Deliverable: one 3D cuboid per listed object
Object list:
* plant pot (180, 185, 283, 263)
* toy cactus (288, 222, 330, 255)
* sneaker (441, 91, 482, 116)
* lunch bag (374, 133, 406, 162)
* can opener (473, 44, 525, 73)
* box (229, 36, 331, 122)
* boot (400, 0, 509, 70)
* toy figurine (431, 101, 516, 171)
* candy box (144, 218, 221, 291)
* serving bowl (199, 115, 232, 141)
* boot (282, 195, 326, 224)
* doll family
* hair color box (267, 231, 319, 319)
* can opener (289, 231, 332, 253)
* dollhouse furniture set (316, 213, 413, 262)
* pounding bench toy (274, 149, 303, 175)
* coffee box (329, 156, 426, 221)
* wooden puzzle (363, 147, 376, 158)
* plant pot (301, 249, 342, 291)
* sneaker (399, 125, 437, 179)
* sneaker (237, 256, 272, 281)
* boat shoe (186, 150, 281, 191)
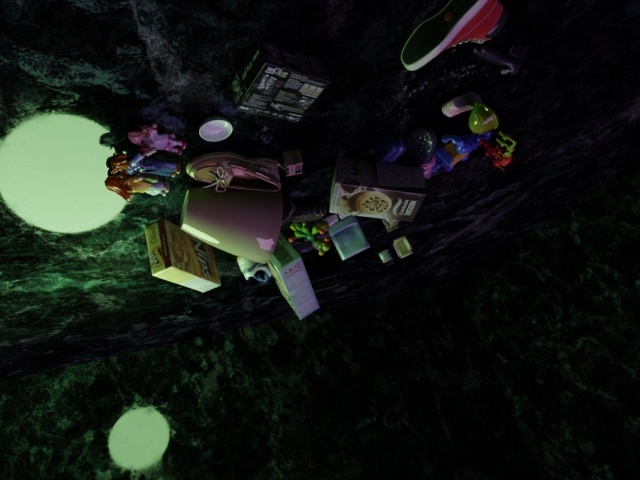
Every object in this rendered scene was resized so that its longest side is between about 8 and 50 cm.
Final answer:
[{"bbox_3d":[-0.290,-0.072,1.395,0.273,0.257,0.256,11,148,-22],"label":"plant pot"},{"bbox_3d":[-0.028,0.003,1.774,0.112,0.219,0.180,-58,143,-12],"label":"toy cactus"},{"bbox_3d":[0.428,-0.415,1.357,0.134,0.051,0.070,-18,179,-29],"label":"sneaker"},{"bbox_3d":[0.231,-0.302,1.440,0.065,0.067,0.098,-3,153,-35],"label":"lunch bag"},{"bbox_3d":[0.480,-0.498,1.199,0.186,0.073,0.059,-1,-168,-30],"label":"can opener"},{"bbox_3d":[-0.095,-0.362,1.020,0.180,0.078,0.147,0,153,-39],"label":"box"},{"bbox_3d":[0.325,-0.482,1.060,0.244,0.088,0.176,-37,154,32],"label":"boot"},{"bbox_3d":[0.459,-0.272,1.412,0.217,0.191,0.362,-32,171,12],"label":"toy figurine"},{"bbox_3d":[-0.488,0.064,1.598,0.087,0.183,0.316,-22,158,11],"label":"candy box"},{"bbox_3d":[-0.268,-0.289,1.127,0.083,0.027,0.083,-15,158,-6],"label":"serving bowl"},{"bbox_3d":[-0.079,-0.108,1.630,0.228,0.091,0.263,-6,174,-29],"label":"boot"},{"bbox_3d":[-0.455,-0.177,1.126,0.163,0.118,0.263,2,151,-41],"label":"doll family"},{"bbox_3d":[-0.129,0.161,1.923,0.113,0.185,0.375,-31,139,-14],"label":"hair color box"},{"bbox_3d":[0.000,0.000,1.952,0.283,0.095,0.076,-10,158,-19],"label":"can opener"},{"bbox_3d":[0.165,-0.020,1.729,0.303,0.286,0.198,-25,169,3],"label":"dollhouse furniture set"},{"bbox_3d":[-0.101,-0.234,1.363,0.083,0.052,0.065,-14,159,-11],"label":"pounding bench toy"},{"bbox_3d":[0.189,-0.169,1.504,0.297,0.119,0.168,6,148,-2],"label":"coffee box"},{"bbox_3d":[0.180,-0.295,1.501,0.083,0.006,0.049,-4,155,-33],"label":"wooden puzzle"},{"bbox_3d":[-0.013,0.145,2.197,0.187,0.167,0.188,-15,159,-9],"label":"plant pot"},{"bbox_3d":[0.357,-0.302,1.531,0.131,0.112,0.319,-35,163,-15],"label":"sneaker"},{"bbox_3d":[-0.253,0.133,2.030,0.112,0.131,0.296,-35,154,33],"label":"sneaker"},{"bbox_3d":[-0.244,-0.194,1.294,0.285,0.089,0.104,-4,155,-31],"label":"boat shoe"}]
